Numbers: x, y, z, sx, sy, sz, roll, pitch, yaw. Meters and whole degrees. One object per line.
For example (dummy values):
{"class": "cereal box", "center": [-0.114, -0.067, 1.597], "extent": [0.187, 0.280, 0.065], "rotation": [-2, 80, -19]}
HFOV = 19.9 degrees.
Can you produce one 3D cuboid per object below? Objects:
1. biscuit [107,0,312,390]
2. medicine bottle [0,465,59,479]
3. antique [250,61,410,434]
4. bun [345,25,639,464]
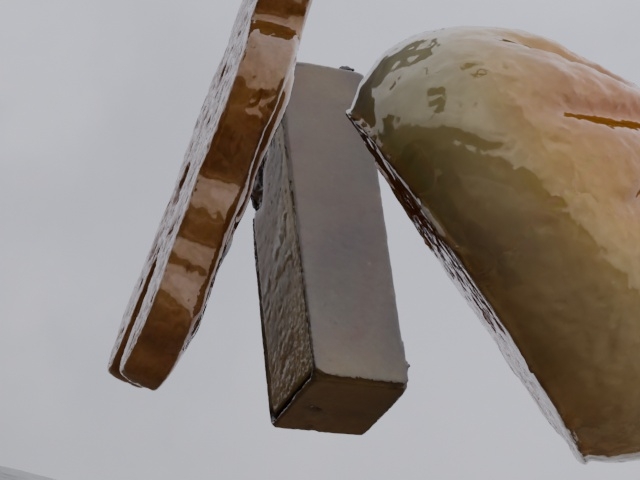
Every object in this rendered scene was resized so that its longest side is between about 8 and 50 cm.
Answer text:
{"class": "biscuit", "center": [-0.063, -0.056, 1.215], "extent": [0.047, 0.334, 0.202], "rotation": [20, -10, -9]}
{"class": "medicine bottle", "center": [-0.257, 0.151, 0.731], "extent": [0.339, 0.208, 0.208], "rotation": [15, -26, -7]}
{"class": "antique", "center": [0.000, 0.000, 1.502], "extent": [0.087, 0.310, 0.093], "rotation": [7, -33, -23]}
{"class": "bun", "center": [0.154, -0.011, 1.109], "extent": [0.299, 0.165, 0.299], "rotation": [57, 2, -2]}
